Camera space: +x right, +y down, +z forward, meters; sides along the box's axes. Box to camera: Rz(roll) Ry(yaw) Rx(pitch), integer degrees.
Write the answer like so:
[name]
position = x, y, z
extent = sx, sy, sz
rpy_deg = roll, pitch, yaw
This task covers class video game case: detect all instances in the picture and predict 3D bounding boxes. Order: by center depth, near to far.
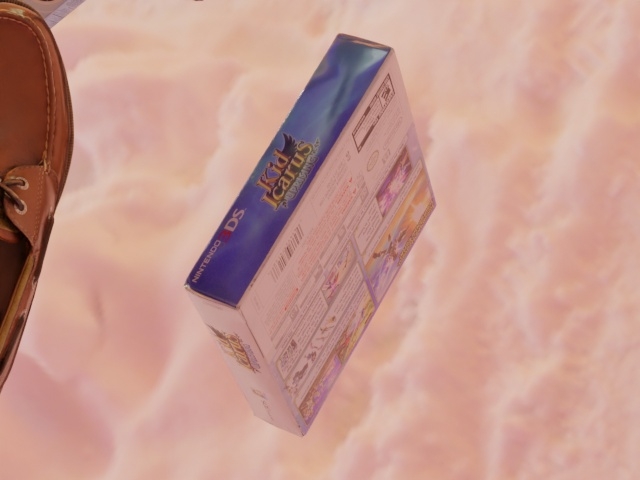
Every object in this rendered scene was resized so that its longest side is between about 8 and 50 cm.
[video game case]
position = 0.000, 0.000, 1.369
extent = 0.061, 0.244, 0.269
rpy_deg = 20, 65, 25

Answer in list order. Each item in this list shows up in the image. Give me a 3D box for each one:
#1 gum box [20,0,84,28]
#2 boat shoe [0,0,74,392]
[gum box]
position = -0.363, -0.371, 2.078
extent = 0.184, 0.041, 0.157
rpy_deg = -36, 77, 14
[boat shoe]
position = -0.235, -0.021, 1.135
extent = 0.104, 0.111, 0.307
rpy_deg = -150, 66, -76
